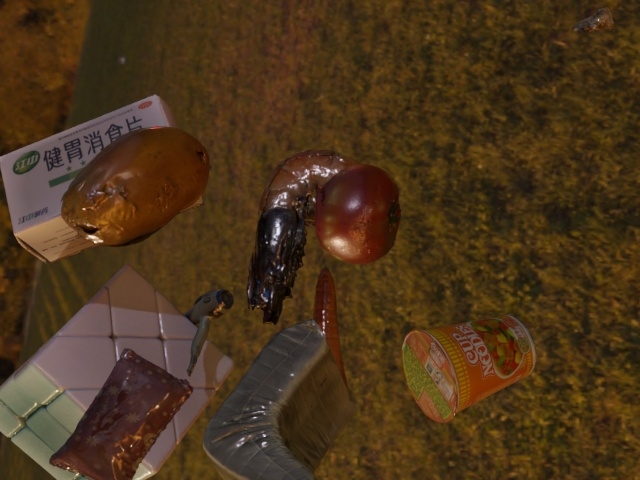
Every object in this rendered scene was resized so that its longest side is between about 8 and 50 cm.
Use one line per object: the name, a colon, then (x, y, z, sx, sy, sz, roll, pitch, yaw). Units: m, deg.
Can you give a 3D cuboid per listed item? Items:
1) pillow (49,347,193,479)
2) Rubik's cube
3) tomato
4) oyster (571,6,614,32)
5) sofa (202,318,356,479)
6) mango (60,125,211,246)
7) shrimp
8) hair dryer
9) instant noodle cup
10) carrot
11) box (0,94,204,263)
pillow: (-0.265, 0.245, 1.093, 0.185, 0.118, 0.043, -59, -5, -11)
Rubik's cube: (-0.432, 0.302, 1.679, 0.316, 0.322, 0.318, -39, 10, 44)
tomato: (0.030, -0.022, 0.713, 0.087, 0.075, 0.087, 6, -90, -73)
oyster: (0.419, -0.343, 1.276, 0.083, 0.081, 0.038, 17, 118, 50)
sofa: (-0.011, 0.256, 1.057, 0.176, 0.225, 0.210, 16, 143, 33)
mango: (-0.273, -0.086, 1.221, 0.156, 0.249, 0.151, 16, 131, 39)
shrimp: (0.000, 0.000, 1.238, 0.054, 0.222, 0.290, 61, -136, -69)
hair dryer: (-0.260, 0.196, 1.663, 0.167, 0.067, 0.199, -21, 40, 51)
instant noodle cup: (0.259, 0.206, 1.396, 0.168, 0.185, 0.168, 44, 141, 51)
carrot: (0.010, 0.178, 1.335, 0.066, 0.062, 0.271, 65, -165, -60)
box: (-0.400, -0.107, 1.486, 0.145, 0.333, 0.173, 68, -179, -64)
